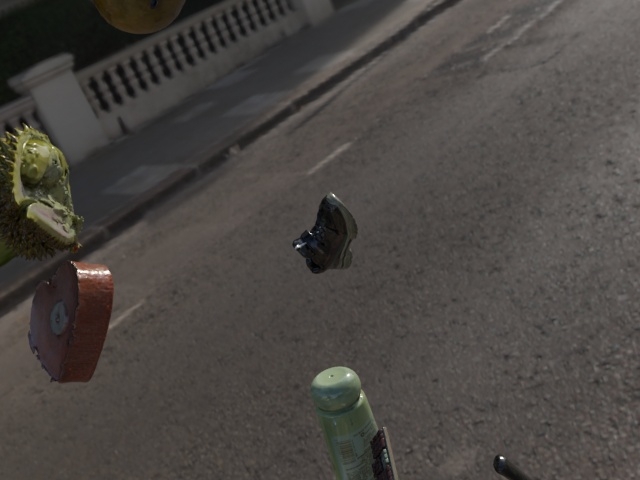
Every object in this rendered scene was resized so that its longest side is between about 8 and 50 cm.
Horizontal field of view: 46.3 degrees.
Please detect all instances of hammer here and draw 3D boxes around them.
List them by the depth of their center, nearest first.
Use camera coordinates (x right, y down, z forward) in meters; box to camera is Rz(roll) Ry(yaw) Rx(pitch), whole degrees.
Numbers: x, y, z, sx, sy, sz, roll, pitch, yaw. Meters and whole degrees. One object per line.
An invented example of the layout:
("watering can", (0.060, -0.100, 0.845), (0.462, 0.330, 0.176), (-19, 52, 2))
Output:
("hammer", (0.283, 0.312, 0.848), (0.029, 0.246, 0.103), (-46, 13, 18))

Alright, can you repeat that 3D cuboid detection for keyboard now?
("keyboard", (0.090, 0.337, 1.002), (0.017, 0.055, 0.166), (5, 45, -16))

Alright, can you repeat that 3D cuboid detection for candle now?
("candle", (-0.600, 0.208, 1.837), (0.131, 0.287, 0.317), (10, -34, -38))

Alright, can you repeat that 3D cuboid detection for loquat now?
("loquat", (-0.280, -0.412, 1.169), (0.149, 0.172, 0.204), (13, 19, -13))

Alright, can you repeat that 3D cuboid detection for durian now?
("durian", (-0.335, -0.045, 0.874), (0.102, 0.208, 0.146), (-9, 59, 6))

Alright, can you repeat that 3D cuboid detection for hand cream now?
("hand cream", (0.066, 0.377, 1.379), (0.147, 0.306, 0.093), (-33, 23, -36))

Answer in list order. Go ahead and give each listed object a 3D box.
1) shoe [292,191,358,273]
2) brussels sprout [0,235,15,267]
("shoe", (0.000, 0.000, 1.221), (0.099, 0.169, 0.071), (-25, 52, -21))
("brussels sprout", (-0.840, -0.067, 1.727), (0.328, 0.328, 0.247), (-33, 32, -22))
